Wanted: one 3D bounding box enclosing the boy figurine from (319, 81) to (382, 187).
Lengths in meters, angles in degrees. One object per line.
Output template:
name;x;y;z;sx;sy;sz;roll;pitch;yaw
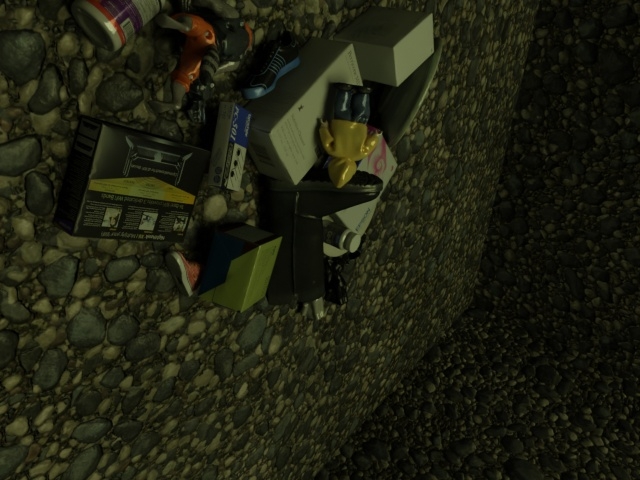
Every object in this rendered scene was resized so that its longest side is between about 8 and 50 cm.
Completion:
boy figurine;0.082;-0.288;1.505;0.092;0.177;0.285;-110;-156;-71

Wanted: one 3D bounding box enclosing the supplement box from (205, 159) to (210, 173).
supplement box;-0.273;-0.186;1.417;0.098;0.062;0.036;13;98;-59

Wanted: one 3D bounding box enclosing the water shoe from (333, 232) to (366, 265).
water shoe;0.138;0.038;2.178;0.203;0.080;0.073;-40;141;-36

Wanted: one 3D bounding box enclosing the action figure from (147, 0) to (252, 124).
action figure;-0.244;-0.385;1.192;0.330;0.178;0.341;-59;159;-49

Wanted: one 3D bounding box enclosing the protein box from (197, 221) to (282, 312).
protein box;-0.224;0.070;1.537;0.201;0.136;0.199;-31;139;-75

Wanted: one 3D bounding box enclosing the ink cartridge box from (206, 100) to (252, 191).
ink cartridge box;-0.227;-0.232;1.354;0.097;0.046;0.207;8;91;-71

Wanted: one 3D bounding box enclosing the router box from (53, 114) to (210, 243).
router box;-0.414;-0.124;1.226;0.309;0.081;0.243;6;105;-58

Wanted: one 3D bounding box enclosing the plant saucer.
plant saucer;0.287;-0.529;1.891;0.400;0.100;0.400;-157;-90;-83

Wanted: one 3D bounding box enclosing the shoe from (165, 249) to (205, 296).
shoe;-0.360;0.072;1.467;0.081;0.063;0.178;-46;149;-31

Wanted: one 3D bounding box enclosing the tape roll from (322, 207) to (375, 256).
tape roll;0.083;-0.129;1.990;0.392;0.072;0.392;-36;138;-40

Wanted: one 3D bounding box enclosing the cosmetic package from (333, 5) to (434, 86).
cosmetic package;0.201;-0.612;1.687;0.224;0.225;0.138;-47;145;-29

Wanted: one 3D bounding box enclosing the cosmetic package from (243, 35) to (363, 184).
cosmetic package;-0.047;-0.374;1.542;0.385;0.156;0.217;-52;145;-20

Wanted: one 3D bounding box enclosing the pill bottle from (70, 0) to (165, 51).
pill bottle;-0.368;-0.464;1.036;0.193;0.108;0.108;-54;147;-20

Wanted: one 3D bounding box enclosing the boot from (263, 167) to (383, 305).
boot;-0.002;0.000;1.723;0.146;0.367;0.445;-92;-176;-64

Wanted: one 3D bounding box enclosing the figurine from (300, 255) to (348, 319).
figurine;0.012;0.172;2.070;0.215;0.092;0.209;-27;127;-37

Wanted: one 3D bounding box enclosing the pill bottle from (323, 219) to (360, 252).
pill bottle;0.062;-0.013;1.835;0.078;0.137;0.078;-36;138;-41

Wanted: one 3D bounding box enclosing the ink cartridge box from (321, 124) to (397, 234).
ink cartridge box;0.127;-0.217;1.866;0.324;0.071;0.330;-60;149;-9

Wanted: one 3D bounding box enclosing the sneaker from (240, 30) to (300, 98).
sneaker;-0.139;-0.464;1.421;0.232;0.081;0.090;-53;145;-33
